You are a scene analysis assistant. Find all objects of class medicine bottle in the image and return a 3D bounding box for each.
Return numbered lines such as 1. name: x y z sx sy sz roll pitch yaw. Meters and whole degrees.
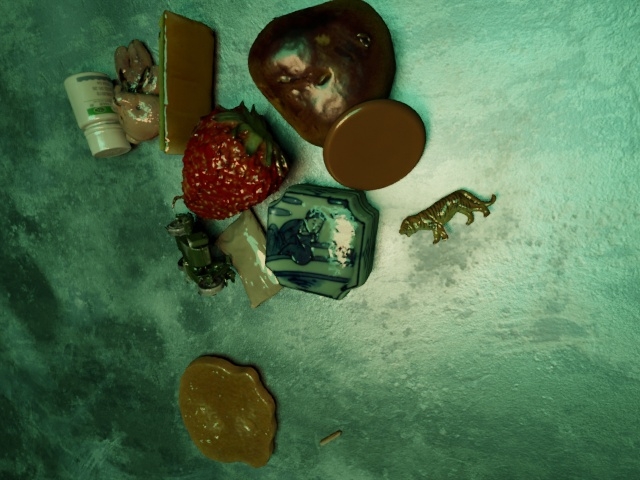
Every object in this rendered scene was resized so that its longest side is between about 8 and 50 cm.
1. medicine bottle: -0.690 -0.389 1.267 0.139 0.139 0.236 -15 96 24

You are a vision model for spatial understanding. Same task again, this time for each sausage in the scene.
1. sausage: 0.031 0.628 1.284 0.100 0.015 0.015 -40 86 25

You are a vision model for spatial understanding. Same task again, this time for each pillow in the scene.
1. pillow: -0.209 0.054 1.218 0.173 0.067 0.270 -33 87 23

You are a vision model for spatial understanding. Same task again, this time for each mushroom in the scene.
1. mushroom: 0.012 -0.410 0.969 0.346 0.259 0.345 -1 117 -3

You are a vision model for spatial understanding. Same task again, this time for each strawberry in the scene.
1. strawberry: -0.257 -0.175 1.070 0.343 0.292 0.292 -42 85 21

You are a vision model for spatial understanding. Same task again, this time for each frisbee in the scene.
1. frisbee: 0.129 -0.215 0.959 0.251 0.021 0.250 -5 137 -5

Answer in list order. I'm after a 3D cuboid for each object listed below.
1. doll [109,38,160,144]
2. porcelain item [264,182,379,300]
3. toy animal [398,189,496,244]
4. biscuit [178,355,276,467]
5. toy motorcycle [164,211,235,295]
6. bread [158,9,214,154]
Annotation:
1. doll: -0.557 -0.448 1.196 0.201 0.156 0.303 -18 91 25
2. porcelain item: 0.000 0.000 1.076 0.282 0.157 0.285 12 107 17
3. toy animal: 0.307 -0.059 0.993 0.241 0.057 0.099 -34 88 25
4. biscuit: -0.319 0.582 1.385 0.365 0.062 0.385 0 102 19
5. toy motorcycle: -0.358 0.036 1.205 0.275 0.127 0.205 28 132 45
6. bread: -0.377 -0.424 1.133 0.077 0.138 0.361 22 112 48
